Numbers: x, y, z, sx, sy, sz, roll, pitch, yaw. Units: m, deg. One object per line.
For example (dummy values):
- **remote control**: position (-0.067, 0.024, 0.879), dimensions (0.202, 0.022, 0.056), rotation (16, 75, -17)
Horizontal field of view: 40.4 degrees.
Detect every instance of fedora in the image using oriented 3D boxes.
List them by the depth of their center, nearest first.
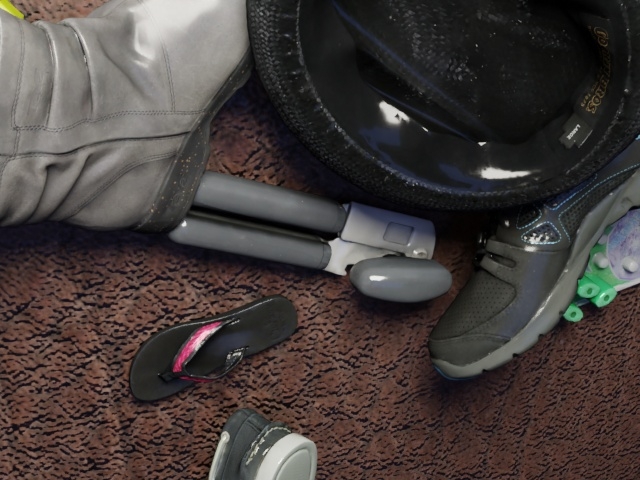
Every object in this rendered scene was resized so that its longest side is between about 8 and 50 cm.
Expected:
- **fedora**: position (0.106, -0.180, 0.677), dimensions (0.333, 0.153, 0.334), rotation (2, 132, 2)

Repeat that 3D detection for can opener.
- **can opener**: position (0.000, 0.000, 0.807), dimensions (0.283, 0.095, 0.076), rotation (11, 108, -29)

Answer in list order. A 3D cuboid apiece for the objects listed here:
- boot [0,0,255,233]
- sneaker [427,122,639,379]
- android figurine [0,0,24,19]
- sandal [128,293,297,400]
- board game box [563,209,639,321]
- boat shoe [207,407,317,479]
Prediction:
- **boot**: position (-0.155, -0.146, 0.628), dimensions (0.222, 0.118, 0.338), rotation (-1, 115, -53)
- **sneaker**: position (0.198, -0.024, 0.813), dimensions (0.139, 0.125, 0.341), rotation (38, 93, -10)
- **android figurine**: position (-0.334, -0.127, 0.664), dimensions (0.272, 0.056, 0.248), rotation (11, 108, -22)
- **sandal**: position (-0.104, 0.105, 0.849), dimensions (0.179, 0.040, 0.067), rotation (-24, 118, -8)
- **board game box**: position (0.389, -0.137, 0.906), dimensions (0.389, 0.050, 0.390), rotation (-19, 117, -11)
- **boat shoe**: position (-0.081, 0.318, 0.924), dimensions (0.114, 0.091, 0.303), rotation (-5, 116, -52)
